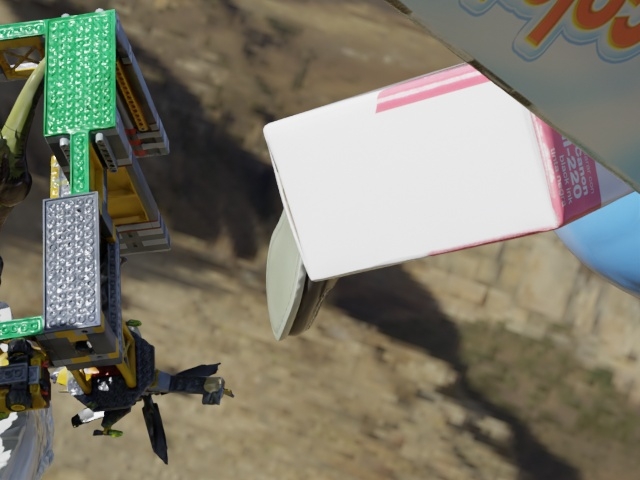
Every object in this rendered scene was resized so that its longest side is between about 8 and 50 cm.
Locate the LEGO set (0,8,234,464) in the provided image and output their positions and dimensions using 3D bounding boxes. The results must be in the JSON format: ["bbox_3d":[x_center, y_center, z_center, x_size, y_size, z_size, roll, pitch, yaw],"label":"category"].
[{"bbox_3d":[-0.210,0.008,1.172,0.254,0.331,0.192,-15,-31,1],"label":"LEGO set"}]

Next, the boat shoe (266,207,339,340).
[{"bbox_3d":[0.000,0.000,1.488,0.068,0.228,0.081,-5,45,-19],"label":"boat shoe"}]

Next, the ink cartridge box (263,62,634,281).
[{"bbox_3d":[0.100,-0.056,0.930,0.158,0.092,0.218,-13,7,36],"label":"ink cartridge box"}]

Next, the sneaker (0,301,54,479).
[{"bbox_3d":[-0.213,0.136,1.143,0.090,0.095,0.235,-19,31,7],"label":"sneaker"}]

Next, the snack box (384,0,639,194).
[{"bbox_3d":[0.082,-0.122,0.398,0.322,0.187,0.060,27,14,-51],"label":"snack box"}]

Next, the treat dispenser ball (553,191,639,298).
[{"bbox_3d":[0.295,-0.088,1.301,0.288,0.288,0.288,18,5,-2],"label":"treat dispenser ball"}]
